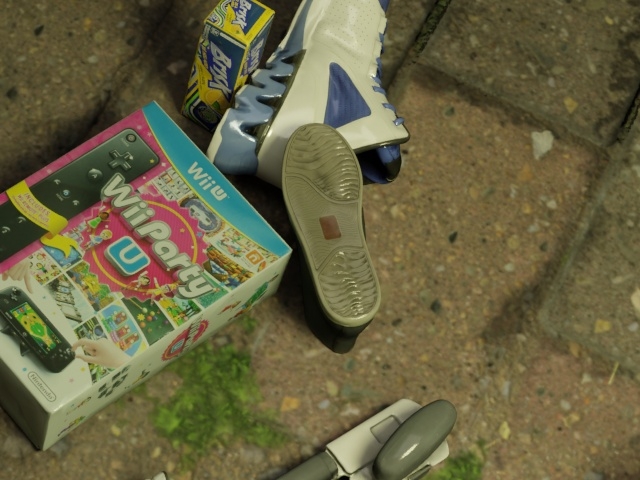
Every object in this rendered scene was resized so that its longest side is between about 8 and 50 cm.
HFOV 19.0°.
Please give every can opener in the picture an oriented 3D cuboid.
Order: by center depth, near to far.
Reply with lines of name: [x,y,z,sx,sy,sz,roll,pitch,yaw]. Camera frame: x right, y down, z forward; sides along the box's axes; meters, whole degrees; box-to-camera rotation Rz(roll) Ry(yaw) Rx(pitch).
can opener: [0.007,0.228,1.808,0.283,0.095,0.076,-29,68,-26]

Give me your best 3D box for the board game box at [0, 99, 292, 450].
board game box: [-0.217,0.029,1.881,0.303,0.097,0.224,-34,72,-29]

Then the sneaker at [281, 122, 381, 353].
sneaker: [0.000,0.000,1.926,0.083,0.118,0.222,-5,68,-12]

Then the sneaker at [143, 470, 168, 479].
sneaker: [-0.158,0.304,1.753,0.077,0.072,0.178,-14,55,-6]

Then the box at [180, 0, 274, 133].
box: [-0.098,-0.183,1.991,0.054,0.169,0.059,31,57,6]

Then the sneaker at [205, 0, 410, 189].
sneaker: [0.028,-0.154,2.040,0.182,0.127,0.315,31,65,3]
